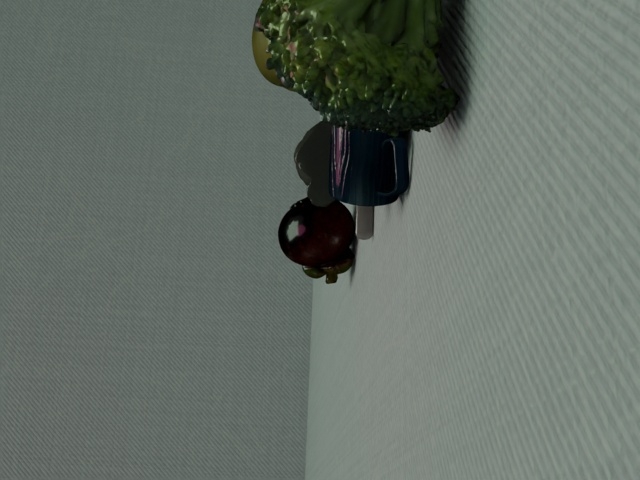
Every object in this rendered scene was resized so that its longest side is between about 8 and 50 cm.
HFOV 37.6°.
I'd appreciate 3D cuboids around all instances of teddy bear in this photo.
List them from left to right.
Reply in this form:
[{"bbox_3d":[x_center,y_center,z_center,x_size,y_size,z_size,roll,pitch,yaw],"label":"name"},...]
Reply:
[{"bbox_3d":[0.055,-0.145,1.603,0.171,0.144,0.251,-50,-4,13],"label":"teddy bear"}]

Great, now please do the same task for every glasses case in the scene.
[{"bbox_3d":[0.081,-0.042,1.719,0.021,0.032,0.083,96,175,-74],"label":"glasses case"}]

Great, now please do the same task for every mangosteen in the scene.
[{"bbox_3d":[0.000,0.000,2.034,0.200,0.200,0.199,-176,90,-86],"label":"mangosteen"}]

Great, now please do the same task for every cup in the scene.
[{"bbox_3d":[0.069,-0.124,1.380,0.150,0.114,0.138,-91,4,-69],"label":"cup"}]

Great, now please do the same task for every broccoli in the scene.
[{"bbox_3d":[0.079,-0.290,1.024,0.397,0.275,0.353,-30,73,61],"label":"broccoli"}]

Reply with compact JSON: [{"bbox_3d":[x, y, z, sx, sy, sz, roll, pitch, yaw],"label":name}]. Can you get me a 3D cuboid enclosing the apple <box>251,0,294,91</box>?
[{"bbox_3d":[-0.012,-0.404,1.851,0.262,0.263,0.262,-176,90,-86],"label":"apple"}]
